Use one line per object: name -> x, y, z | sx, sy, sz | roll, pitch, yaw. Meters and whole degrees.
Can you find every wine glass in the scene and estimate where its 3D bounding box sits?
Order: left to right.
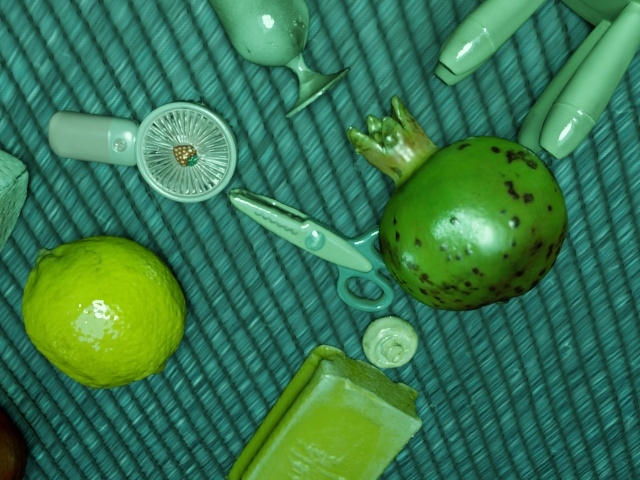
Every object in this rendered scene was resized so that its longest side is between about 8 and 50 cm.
wine glass -> -0.070, -0.267, 0.692 | 0.103, 0.103, 0.231 | -35, 105, 12

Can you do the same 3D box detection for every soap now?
soap -> 0.000, 0.335, 0.933 | 0.199, 0.091, 0.315 | 30, 108, -13

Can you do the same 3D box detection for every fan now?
fan -> -0.228, -0.123, 0.760 | 0.244, 0.074, 0.130 | 6, 111, -2

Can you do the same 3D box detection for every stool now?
stool -> 0.254, -0.222, 0.658 | 0.195, 0.195, 0.199 | 41, 102, 0

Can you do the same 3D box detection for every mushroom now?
mushroom -> 0.105, 0.154, 0.875 | 0.083, 0.067, 0.084 | -2, 106, -6

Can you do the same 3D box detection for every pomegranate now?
pomegranate -> 0.169, -0.051, 0.716 | 0.230, 0.231, 0.286 | -23, 105, 8

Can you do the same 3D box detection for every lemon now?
lemon -> -0.282, 0.092, 0.779 | 0.192, 0.192, 0.231 | -35, 110, 12

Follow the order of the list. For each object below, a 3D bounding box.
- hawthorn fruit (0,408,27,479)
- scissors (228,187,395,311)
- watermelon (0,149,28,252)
hawthorn fruit -> -0.596, 0.326, 0.836 | 0.307, 0.265, 0.265 | 31, 108, -1
scissors -> 0.000, 0.000, 0.828 | 0.289, 0.041, 0.138 | 28, 113, -12
watermelon -> -0.464, -0.017, 0.746 | 0.213, 0.320, 0.290 | -23, 145, -18
